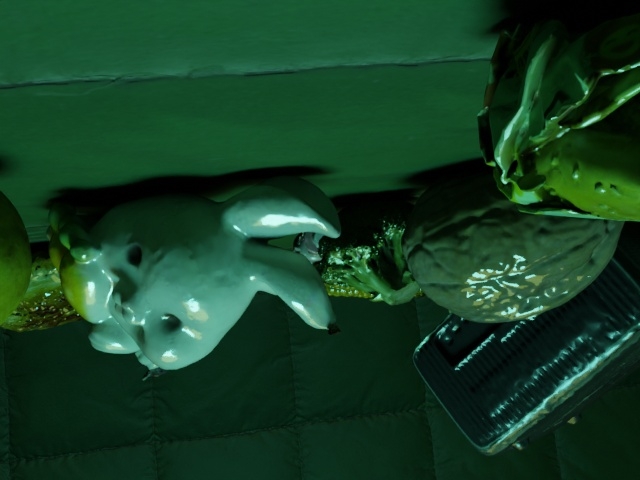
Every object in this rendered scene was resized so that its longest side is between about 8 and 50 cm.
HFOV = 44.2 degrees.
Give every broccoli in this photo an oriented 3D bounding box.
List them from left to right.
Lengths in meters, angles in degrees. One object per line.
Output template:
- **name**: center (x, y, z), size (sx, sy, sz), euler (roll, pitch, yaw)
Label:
- **broccoli**: center (0.063, 0.011, 0.948), size (0.146, 0.138, 0.162), euler (-38, 154, 6)

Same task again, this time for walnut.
- **walnut**: center (0.198, -0.002, 0.817), size (0.230, 0.178, 0.178), euler (-15, 171, 22)

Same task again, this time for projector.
- **projector**: center (0.416, 0.151, 1.330), size (0.395, 0.242, 0.405), euler (-47, 154, 25)

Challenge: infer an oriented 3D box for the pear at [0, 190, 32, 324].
- **pear**: center (-0.286, 0.014, 0.554), size (0.149, 0.149, 0.162), euler (-8, 176, 18)

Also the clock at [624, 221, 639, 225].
- **clock**: center (0.506, -0.059, 1.088), size (0.226, 0.049, 0.226), euler (-5, 174, 0)

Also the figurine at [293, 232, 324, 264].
- **figurine**: center (0.000, 0.000, 1.166), size (0.072, 0.054, 0.129), euler (-19, 171, -17)

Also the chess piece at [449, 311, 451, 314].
- **chess piece**: center (0.501, 0.093, 1.700), size (0.234, 0.234, 0.442), euler (-1, 169, -37)

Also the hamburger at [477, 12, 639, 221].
- **hamburger**: center (0.192, -0.063, 0.345), size (0.214, 0.125, 0.235), euler (-14, -168, -26)

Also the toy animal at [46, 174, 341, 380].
- **toy animal**: center (-0.139, 0.037, 0.802), size (0.247, 0.183, 0.310), euler (-8, 171, -27)

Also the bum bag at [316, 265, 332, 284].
- **bum bag**: center (0.131, 0.007, 1.165), size (0.310, 0.074, 0.137), euler (-20, 165, 31)

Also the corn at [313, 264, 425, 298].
- **corn**: center (0.157, 0.040, 1.373), size (0.363, 0.120, 0.120), euler (-3, 175, 9)

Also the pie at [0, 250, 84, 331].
- **pie**: center (-0.351, 0.067, 1.199), size (0.288, 0.103, 0.355), euler (-12, 172, -1)
